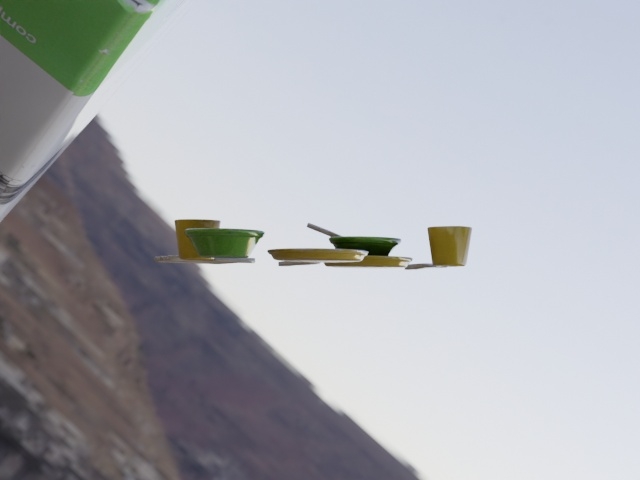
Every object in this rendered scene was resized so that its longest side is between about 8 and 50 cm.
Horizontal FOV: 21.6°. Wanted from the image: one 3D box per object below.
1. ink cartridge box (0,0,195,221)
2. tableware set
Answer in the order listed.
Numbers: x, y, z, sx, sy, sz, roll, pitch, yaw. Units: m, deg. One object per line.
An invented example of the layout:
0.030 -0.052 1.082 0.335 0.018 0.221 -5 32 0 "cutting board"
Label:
-0.089 -0.123 0.601 0.115 0.198 0.273 41 -29 -8 "ink cartridge box"
0.000 0.000 0.822 0.154 0.024 0.104 3 -3 -21 "tableware set"
